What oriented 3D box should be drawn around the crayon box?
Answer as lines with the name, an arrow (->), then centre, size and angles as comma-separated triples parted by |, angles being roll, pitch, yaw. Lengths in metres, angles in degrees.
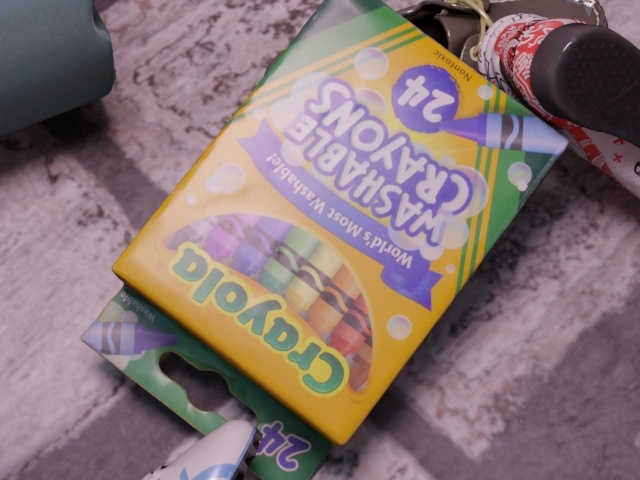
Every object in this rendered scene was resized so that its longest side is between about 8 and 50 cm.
crayon box -> 0.000, 0.000, 0.870 | 0.203, 0.083, 0.323 | 37, 82, 3

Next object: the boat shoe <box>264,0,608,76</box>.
boat shoe -> 0.098, -0.144, 0.984 | 0.304, 0.091, 0.109 | -17, 64, -5

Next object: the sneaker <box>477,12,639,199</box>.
sneaker -> 0.238, -0.084, 0.928 | 0.270, 0.145, 0.090 | 32, 93, -26

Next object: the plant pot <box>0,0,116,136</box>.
plant pot -> -0.353, -0.189, 0.920 | 0.334, 0.341, 0.341 | -19, 64, -14

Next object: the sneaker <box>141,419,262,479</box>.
sneaker -> -0.138, 0.200, 0.816 | 0.237, 0.085, 0.086 | -42, 89, -5
